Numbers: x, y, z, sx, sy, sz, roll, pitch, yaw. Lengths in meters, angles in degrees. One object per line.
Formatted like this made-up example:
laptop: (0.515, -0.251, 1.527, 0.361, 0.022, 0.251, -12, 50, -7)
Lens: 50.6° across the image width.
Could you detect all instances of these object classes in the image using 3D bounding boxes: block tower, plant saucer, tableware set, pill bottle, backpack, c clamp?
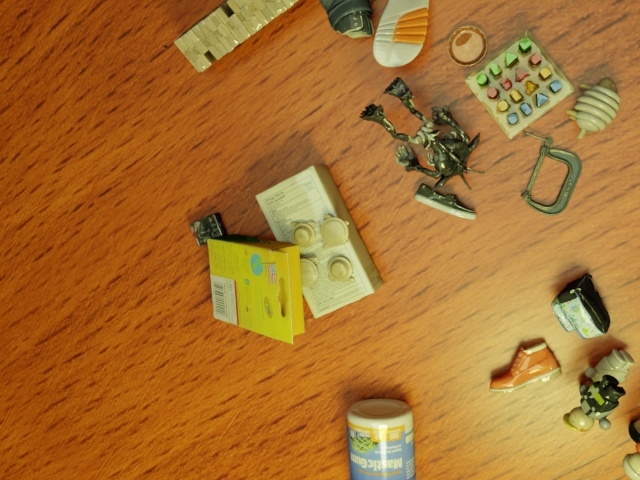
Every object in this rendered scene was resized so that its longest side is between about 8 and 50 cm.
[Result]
block tower: (-0.172, -0.502, 1.501, 0.335, 0.091, 0.097, -30, 115, 24)
plant saucer: (0.312, -0.412, 1.435, 0.083, 0.013, 0.083, 2, 97, 17)
tableware set: (-0.001, 0.025, 1.467, 0.141, 0.020, 0.169, -1, 99, 19)
pill bottle: (0.140, 0.511, 1.537, 0.152, 0.152, 0.272, -2, 96, 17)
backpack: (0.539, 0.145, 1.397, 0.084, 0.105, 0.114, -34, 87, 40)
c clamp: (0.471, -0.137, 1.423, 0.137, 0.022, 0.161, 15, 100, 9)

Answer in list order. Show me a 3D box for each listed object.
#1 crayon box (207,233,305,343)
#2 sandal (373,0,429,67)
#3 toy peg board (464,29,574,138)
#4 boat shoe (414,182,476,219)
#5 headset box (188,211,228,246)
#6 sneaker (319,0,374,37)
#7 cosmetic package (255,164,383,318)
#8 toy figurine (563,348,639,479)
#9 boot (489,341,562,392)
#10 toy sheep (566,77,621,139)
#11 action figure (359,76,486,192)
crayon box: (-0.134, 0.101, 1.515, 0.318, 0.081, 0.202, 10, 106, 51)
sandal: (0.183, -0.480, 1.440, 0.102, 0.076, 0.265, 17, 81, 1)
toy peg board: (0.405, -0.320, 1.386, 0.161, 0.079, 0.161, -38, 86, 18)
boat shoe: (0.274, -0.084, 1.473, 0.142, 0.049, 0.040, 22, 103, 15)
headset box: (-0.277, -0.025, 1.653, 0.083, 0.032, 0.062, -22, 90, 19)
sneaker: (0.104, -0.528, 1.433, 0.226, 0.086, 0.163, -26, 79, 31)
cosmetic package: (0.000, 0.000, 1.532, 0.160, 0.113, 0.309, -25, 89, 19)
toy figurine: (0.609, 0.345, 1.349, 0.209, 0.213, 0.148, 35, 122, 13)
boot: (0.432, 0.277, 1.472, 0.158, 0.059, 0.085, -24, 87, 10)
toy sheep: (0.546, -0.262, 1.349, 0.091, 0.091, 0.132, 27, 99, 12)
action figure: (0.224, -0.218, 1.428, 0.275, 0.141, 0.164, 39, 99, -19)
